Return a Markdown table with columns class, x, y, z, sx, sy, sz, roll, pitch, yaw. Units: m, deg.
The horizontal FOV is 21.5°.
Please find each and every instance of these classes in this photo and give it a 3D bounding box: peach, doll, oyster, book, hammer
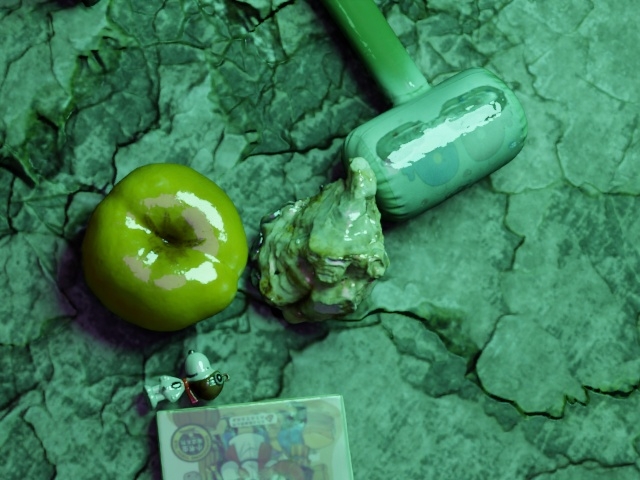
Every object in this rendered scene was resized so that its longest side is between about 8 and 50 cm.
| class | x | y | z | sx | sy | sz | roll | pitch | yaw |
| --- | --- | --- | --- | --- | --- | --- | --- | --- | --- |
| peach | -0.159 | 0.008 | 1.761 | 0.179 | 0.103 | 0.179 | 2 | 76 | -8 |
| doll | -0.141 | 0.153 | 1.761 | 0.085 | 0.040 | 0.058 | -38 | 73 | -22 |
| oyster | 0.000 | 0.000 | 1.770 | 0.163 | 0.081 | 0.191 | 16 | 91 | 24 |
| book | -0.059 | 0.299 | 1.747 | 0.202 | 0.027 | 0.264 | -4 | 77 | -13 |
| hammer | 0.069 | -0.194 | 1.860 | 0.206 | 0.119 | 0.335 | -28 | 76 | -17 |

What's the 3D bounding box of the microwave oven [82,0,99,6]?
| class | x | y | z | sx | sy | sz | roll | pitch | yaw |
| --- | --- | --- | --- | --- | --- | --- | --- | --- | --- |
| microwave oven | -0.223 | -0.404 | 1.810 | 0.247 | 0.188 | 0.178 | -41 | 81 | -13 |
